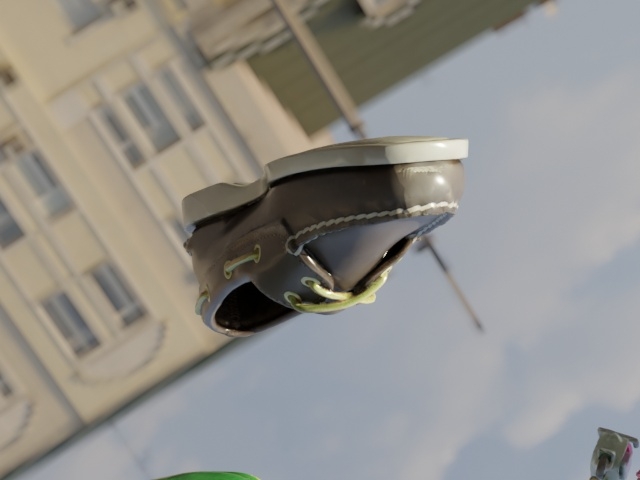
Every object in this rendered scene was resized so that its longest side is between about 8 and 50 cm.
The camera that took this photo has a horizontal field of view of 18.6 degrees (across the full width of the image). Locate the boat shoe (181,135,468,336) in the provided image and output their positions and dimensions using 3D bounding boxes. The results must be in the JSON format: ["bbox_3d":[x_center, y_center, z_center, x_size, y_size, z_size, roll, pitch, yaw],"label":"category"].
[{"bbox_3d":[0.000,0.000,1.220,0.117,0.096,0.324,0,173,-26],"label":"boat shoe"}]

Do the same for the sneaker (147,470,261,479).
[{"bbox_3d":[-0.163,0.195,1.120,0.296,0.109,0.123,-11,161,-14],"label":"sneaker"}]

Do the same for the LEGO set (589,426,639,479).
[{"bbox_3d":[0.356,0.187,1.524,0.132,0.287,0.107,79,31,-69],"label":"LEGO set"}]
